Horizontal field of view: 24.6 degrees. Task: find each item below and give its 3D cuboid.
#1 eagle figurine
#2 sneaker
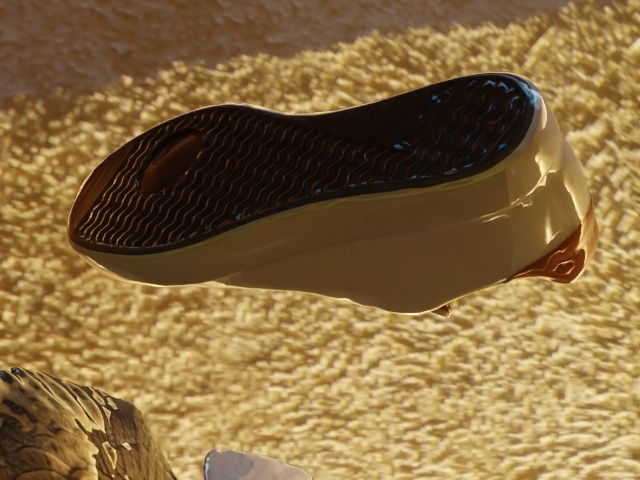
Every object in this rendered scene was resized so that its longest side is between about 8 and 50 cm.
[{"bbox_3d":[-0.078,0.190,0.798,0.226,0.298,0.225,-8,-118,-11],"label":"eagle figurine"},{"bbox_3d":[0.000,0.000,0.733,0.290,0.123,0.106,-3,-128,37],"label":"sneaker"}]
